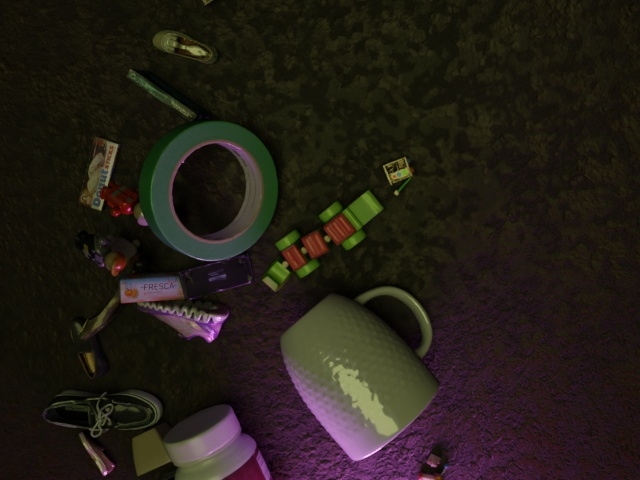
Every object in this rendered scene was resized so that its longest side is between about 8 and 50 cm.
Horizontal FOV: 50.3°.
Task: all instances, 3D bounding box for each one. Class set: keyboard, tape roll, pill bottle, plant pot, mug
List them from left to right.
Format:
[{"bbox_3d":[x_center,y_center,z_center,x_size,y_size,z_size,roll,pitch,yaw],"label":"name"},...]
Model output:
[{"bbox_3d":[-0.435,0.545,1.807,0.109,0.109,0.096,-27,83,11],"label":"plant pot"},{"bbox_3d":[-0.252,-0.116,1.572,0.321,0.077,0.321,-8,104,-34],"label":"tape roll"},{"bbox_3d":[-0.263,0.075,1.703,0.180,0.023,0.108,-16,105,-15],"label":"keyboard"},{"bbox_3d":[-0.231,0.634,1.731,0.224,0.224,0.392,-23,97,10],"label":"pill bottle"},{"bbox_3d":[0.106,0.270,1.624,0.374,0.276,0.328,-40,86,-18],"label":"mug"}]

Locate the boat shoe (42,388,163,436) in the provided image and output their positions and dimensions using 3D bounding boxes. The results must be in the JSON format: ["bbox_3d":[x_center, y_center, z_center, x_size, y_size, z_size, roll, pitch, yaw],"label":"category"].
[{"bbox_3d":[-0.577,0.454,1.801,0.307,0.105,0.113,7,101,6],"label":"boat shoe"}]

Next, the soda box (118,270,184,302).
[{"bbox_3d":[-0.410,0.115,1.704,0.183,0.058,0.062,-2,102,-21],"label":"soda box"}]

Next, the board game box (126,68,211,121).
[{"bbox_3d":[-0.356,-0.342,1.616,0.186,0.126,0.026,34,102,-1],"label":"board game box"}]

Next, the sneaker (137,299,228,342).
[{"bbox_3d":[-0.356,0.201,1.738,0.237,0.095,0.104,12,109,4],"label":"sneaker"}]

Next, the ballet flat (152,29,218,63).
[{"bbox_3d":[-0.326,-0.466,1.627,0.168,0.052,0.057,16,102,4],"label":"ballet flat"}]

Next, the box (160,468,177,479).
[{"bbox_3d":[-0.374,0.719,1.732,0.087,0.290,0.169,-24,97,10],"label":"box"}]

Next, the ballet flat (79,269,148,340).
[{"bbox_3d":[-0.538,0.161,1.752,0.250,0.084,0.058,-43,106,7],"label":"ballet flat"}]

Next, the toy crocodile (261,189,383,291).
[{"bbox_3d":[0.000,0.000,1.646,0.341,0.105,0.115,-34,95,11],"label":"toy crocodile"}]

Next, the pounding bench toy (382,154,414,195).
[{"bbox_3d":[0.193,-0.154,1.621,0.065,0.052,0.083,-21,97,10],"label":"pounding bench toy"}]

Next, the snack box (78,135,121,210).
[{"bbox_3d":[-0.559,-0.169,1.726,0.064,0.022,0.178,18,102,2],"label":"snack box"}]

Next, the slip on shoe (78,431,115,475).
[{"bbox_3d":[-0.612,0.577,1.864,0.041,0.051,0.135,-33,86,-28],"label":"slip on shoe"}]

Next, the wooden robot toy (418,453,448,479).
[{"bbox_3d":[0.289,0.642,1.743,0.076,0.079,0.173,2,100,7],"label":"wooden robot toy"}]

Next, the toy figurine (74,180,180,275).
[{"bbox_3d":[-0.456,-0.021,1.636,0.148,0.213,0.209,30,89,10],"label":"toy figurine"}]

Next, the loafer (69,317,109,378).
[{"bbox_3d":[-0.616,0.285,1.797,0.062,0.061,0.170,-26,96,12],"label":"loafer"}]

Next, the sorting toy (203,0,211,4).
[{"bbox_3d":[-0.257,-0.604,1.601,0.075,0.045,0.083,-29,95,4],"label":"sorting toy"}]
